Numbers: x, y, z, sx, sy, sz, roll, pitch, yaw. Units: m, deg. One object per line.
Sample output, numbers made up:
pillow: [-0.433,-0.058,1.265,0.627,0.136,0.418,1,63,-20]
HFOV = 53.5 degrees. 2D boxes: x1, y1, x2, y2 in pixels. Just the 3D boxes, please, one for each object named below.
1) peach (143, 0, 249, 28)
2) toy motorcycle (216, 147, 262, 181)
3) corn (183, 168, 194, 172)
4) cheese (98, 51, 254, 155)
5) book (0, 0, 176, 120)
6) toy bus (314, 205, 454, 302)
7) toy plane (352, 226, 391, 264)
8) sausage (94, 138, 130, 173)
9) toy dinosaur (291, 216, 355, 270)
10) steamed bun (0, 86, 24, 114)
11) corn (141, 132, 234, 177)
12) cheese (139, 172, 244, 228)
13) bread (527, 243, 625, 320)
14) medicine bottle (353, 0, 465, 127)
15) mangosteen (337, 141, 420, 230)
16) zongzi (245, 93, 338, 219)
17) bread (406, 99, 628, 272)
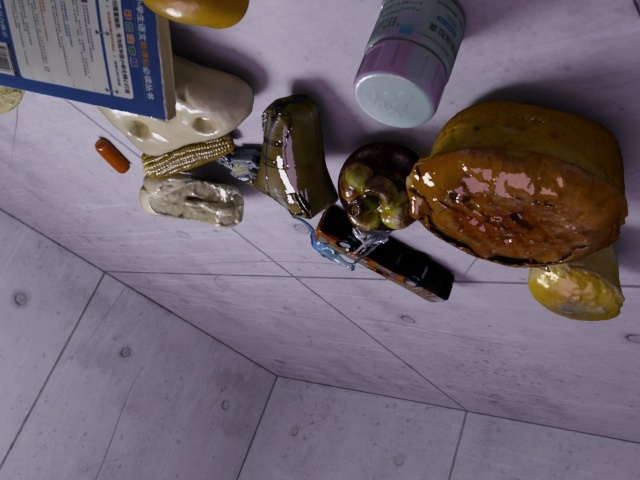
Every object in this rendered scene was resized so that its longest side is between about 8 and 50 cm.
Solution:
peach: [-0.192,-0.385,0.977,0.179,0.103,0.179,14,-159,-5]
toy motorcycle: [-0.161,-0.174,1.531,0.193,0.061,0.124,9,157,27]
corn: [-0.390,-0.248,1.548,0.080,0.080,0.238,2,149,39]
cheese: [-0.337,-0.323,1.271,0.350,0.130,0.328,-6,141,41]
book: [-0.461,-0.395,1.151,0.427,0.039,0.300,15,125,17]
toy bus: [0.169,0.041,1.677,0.408,0.093,0.092,29,158,-15]
toy plane: [0.099,-0.023,1.457,0.107,0.273,0.182,48,123,5]
sausage: [-0.589,-0.238,1.793,0.041,0.039,0.131,12,156,28]
toy dinosaur: [0.029,0.013,1.764,0.144,0.076,0.329,20,169,21]
steamed bun: [-0.772,-0.425,1.392,0.231,0.166,0.273,28,154,18]
corn: [-0.311,-0.206,1.490,0.230,0.080,0.080,-16,147,9]
cheese: [-0.334,-0.109,1.650,0.265,0.127,0.233,8,-178,-29]
bread: [0.534,0.072,1.319,0.197,0.171,0.197,17,157,7]
medicine bottle: [0.129,-0.266,0.929,0.135,0.169,0.135,19,158,8]
mangosteen: [0.115,-0.093,1.267,0.192,0.217,0.192,17,130,21]
zongzi: [-0.097,-0.195,1.348,0.289,0.123,0.260,29,140,47]
bread: [0.336,-0.091,1.101,0.358,0.204,0.337,9,152,19]
